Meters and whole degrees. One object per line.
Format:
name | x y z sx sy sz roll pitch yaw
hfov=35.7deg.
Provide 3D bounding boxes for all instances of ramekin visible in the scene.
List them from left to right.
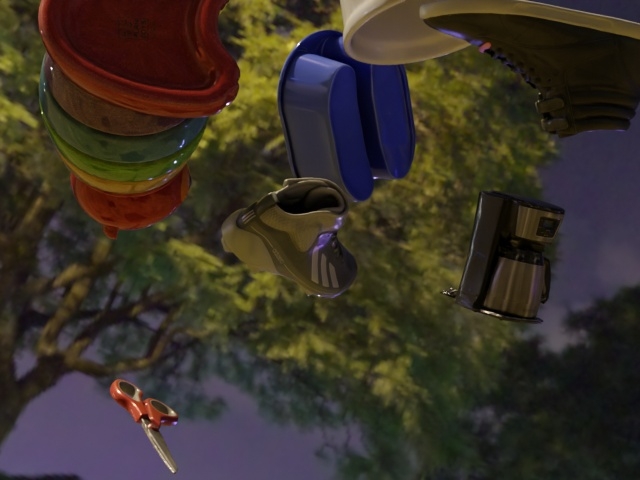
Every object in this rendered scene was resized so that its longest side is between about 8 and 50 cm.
ramekin | 0.157 -0.390 1.537 0.277 0.135 0.277 -13 -11 -3

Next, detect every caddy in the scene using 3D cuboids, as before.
caddy | 0.042 -0.236 1.927 0.179 0.241 0.341 16 -53 43

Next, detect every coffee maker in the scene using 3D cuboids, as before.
coffee maker | 0.262 0.018 1.465 0.171 0.178 0.120 15 6 30

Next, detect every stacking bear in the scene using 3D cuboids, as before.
stacking bear | -0.177 -0.111 0.932 0.164 0.175 0.289 1 -30 -12

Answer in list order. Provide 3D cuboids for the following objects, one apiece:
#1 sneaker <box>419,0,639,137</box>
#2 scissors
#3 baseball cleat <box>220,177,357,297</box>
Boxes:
sneaker | 0.256 -0.203 1.187 0.296 0.147 0.104 11 9 1
scissors | -0.236 0.243 1.315 0.109 0.021 0.297 34 0 -10
baseball cleat | 0.000 0.000 0.921 0.109 0.072 0.206 -34 -23 23
